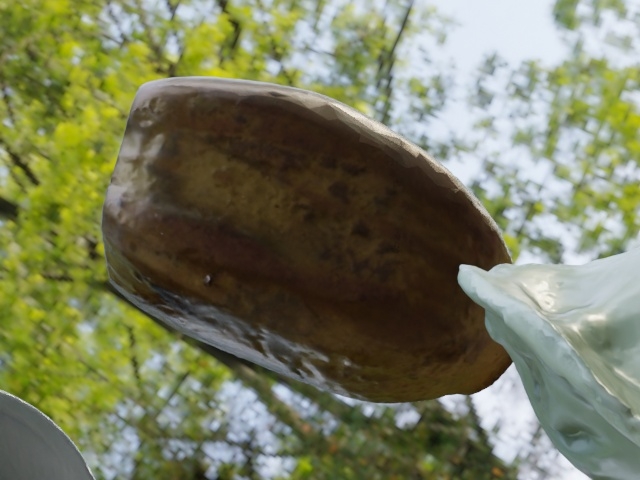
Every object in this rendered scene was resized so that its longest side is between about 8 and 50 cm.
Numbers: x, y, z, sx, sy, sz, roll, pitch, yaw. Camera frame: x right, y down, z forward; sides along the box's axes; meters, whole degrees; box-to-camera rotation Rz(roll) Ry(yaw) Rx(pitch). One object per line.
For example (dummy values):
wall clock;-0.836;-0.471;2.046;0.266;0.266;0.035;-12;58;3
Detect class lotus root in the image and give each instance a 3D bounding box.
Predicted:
lotus root;-0.003;0.004;1.015;0.291;0.193;0.193;23;-84;-6

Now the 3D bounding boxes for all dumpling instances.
dumpling;0.154;0.056;0.565;0.219;0.152;0.108;25;-103;-12

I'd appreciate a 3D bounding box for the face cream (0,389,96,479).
face cream;-0.253;0.214;0.975;0.201;0.201;0.187;-25;-17;-35
